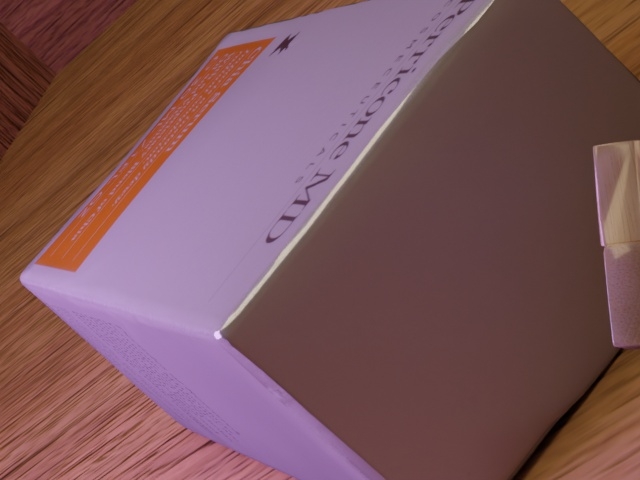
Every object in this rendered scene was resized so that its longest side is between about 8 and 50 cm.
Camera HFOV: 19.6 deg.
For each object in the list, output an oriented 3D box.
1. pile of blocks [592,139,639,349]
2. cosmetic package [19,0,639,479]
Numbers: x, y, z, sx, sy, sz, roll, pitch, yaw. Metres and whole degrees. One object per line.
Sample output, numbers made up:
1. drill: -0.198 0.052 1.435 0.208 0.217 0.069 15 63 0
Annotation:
1. pile of blocks: 0.214 -0.002 0.650 0.362 0.148 0.113 156 111 -73
2. cosmetic package: 0.000 0.000 1.040 0.230 0.161 0.453 -51 17 -12
